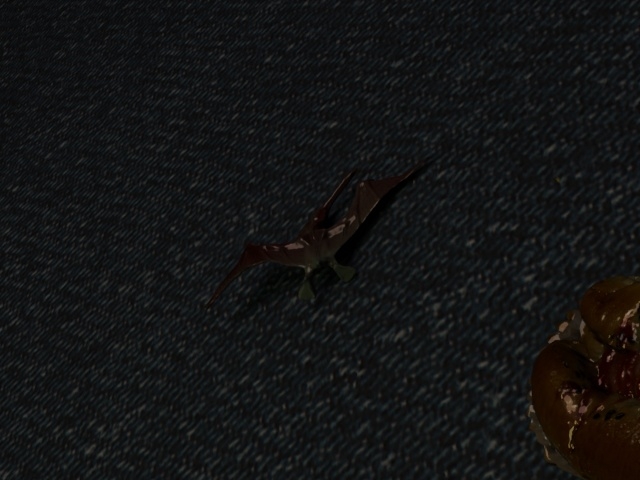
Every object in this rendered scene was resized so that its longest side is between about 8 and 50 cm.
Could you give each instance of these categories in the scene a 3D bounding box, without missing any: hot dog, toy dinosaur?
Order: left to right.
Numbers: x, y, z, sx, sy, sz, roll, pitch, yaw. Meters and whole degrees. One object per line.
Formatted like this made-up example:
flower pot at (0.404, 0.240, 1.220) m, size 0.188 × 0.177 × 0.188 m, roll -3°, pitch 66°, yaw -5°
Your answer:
toy dinosaur at (-0.001, -0.001, 1.196) m, size 0.220 × 0.032 × 0.108 m, roll -30°, pitch 29°, yaw 8°
hot dog at (0.211, 0.087, 0.783) m, size 0.268 × 0.075 × 0.144 m, roll 10°, pitch 59°, yaw 52°
